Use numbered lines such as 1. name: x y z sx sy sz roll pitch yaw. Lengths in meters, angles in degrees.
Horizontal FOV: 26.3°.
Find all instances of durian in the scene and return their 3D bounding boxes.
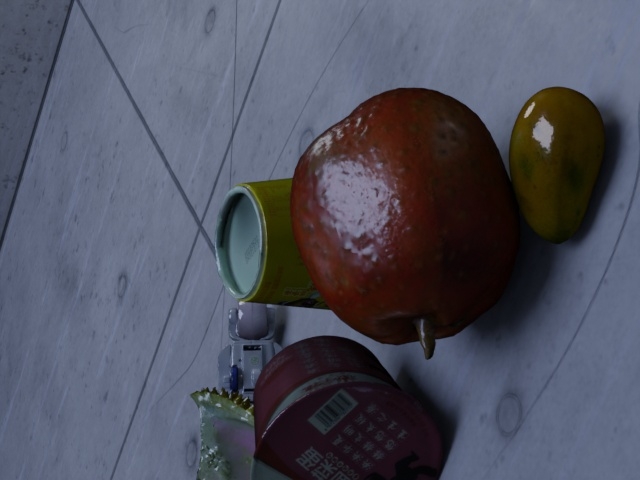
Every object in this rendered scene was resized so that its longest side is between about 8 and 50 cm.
1. durian: -0.097 0.360 1.920 0.172 0.166 0.306 -152 65 -65

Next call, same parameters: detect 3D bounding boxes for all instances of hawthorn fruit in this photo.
1. hawthorn fruit: 0.100 -0.010 1.548 0.275 0.275 0.300 -40 54 53

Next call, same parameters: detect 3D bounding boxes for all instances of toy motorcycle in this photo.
1. toy motorcycle: -0.103 0.208 2.088 0.112 0.112 0.254 -37 49 54

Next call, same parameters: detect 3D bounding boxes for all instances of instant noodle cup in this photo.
1. instant noodle cup: 0.000 0.000 1.754 0.215 0.236 0.216 -2 88 62
2. instant noodle cup: 0.017 0.237 1.692 0.178 0.234 0.235 -115 42 -64

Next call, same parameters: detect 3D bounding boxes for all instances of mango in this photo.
1. mango: 0.250 -0.085 1.474 0.111 0.089 0.163 45 127 54
